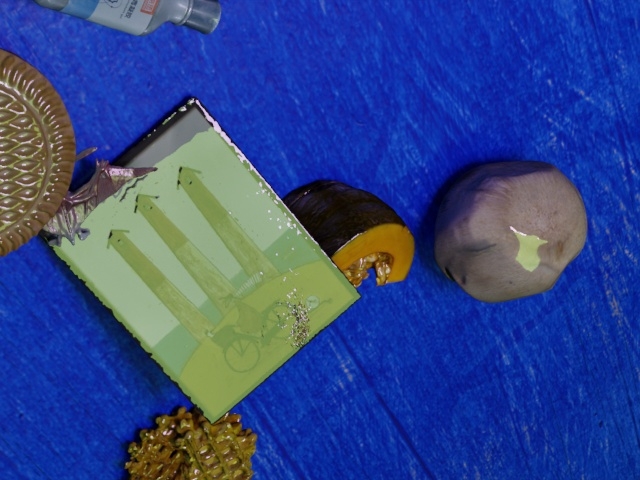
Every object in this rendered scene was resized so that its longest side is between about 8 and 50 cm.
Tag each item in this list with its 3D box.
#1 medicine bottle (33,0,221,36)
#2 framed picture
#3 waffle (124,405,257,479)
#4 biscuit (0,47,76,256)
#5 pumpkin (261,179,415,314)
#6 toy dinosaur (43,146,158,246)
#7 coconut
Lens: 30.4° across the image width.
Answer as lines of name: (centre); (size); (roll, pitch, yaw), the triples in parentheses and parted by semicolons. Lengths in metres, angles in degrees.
medicine bottle: (-0.200, -0.263, 1.235); (0.208, 0.053, 0.090); (11, 112, -40)
framed picture: (-0.139, 0.029, 1.399); (0.244, 0.013, 0.324); (-41, 107, -3)
waffle: (-0.182, 0.315, 1.624); (0.197, 0.070, 0.193); (-8, 124, -31)
biscuit: (-0.380, -0.085, 1.198); (0.259, 0.079, 0.259); (-12, 119, -23)
pumpkin: (-0.004, -0.001, 1.501); (0.247, 0.131, 0.126); (-17, 136, -32)
toy dinosaur: (-0.287, -0.046, 1.314); (0.220, 0.032, 0.108); (-16, 116, -10)
coconut: (0.256, -0.013, 1.635); (0.224, 0.224, 0.224); (-18, 128, -25)
